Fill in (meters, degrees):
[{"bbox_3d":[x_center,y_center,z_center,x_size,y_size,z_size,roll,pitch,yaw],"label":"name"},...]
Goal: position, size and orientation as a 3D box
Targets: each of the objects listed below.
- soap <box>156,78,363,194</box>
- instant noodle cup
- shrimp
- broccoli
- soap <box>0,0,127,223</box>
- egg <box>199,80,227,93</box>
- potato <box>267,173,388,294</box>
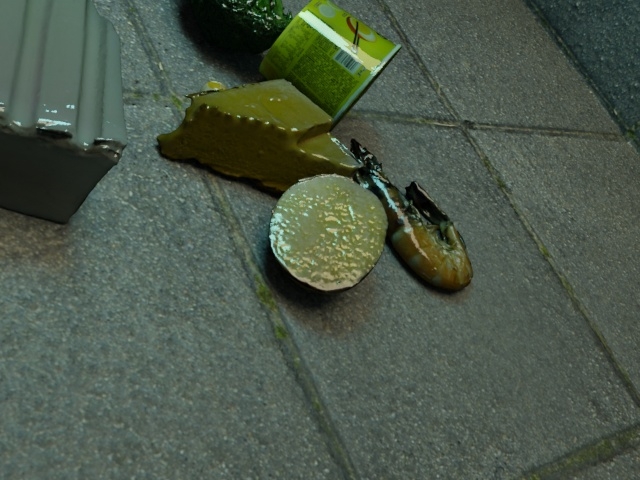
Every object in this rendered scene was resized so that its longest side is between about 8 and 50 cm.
[{"bbox_3d":[-0.115,-0.178,1.703,0.304,0.169,0.339,44,38,19],"label":"soap"},{"bbox_3d":[0.013,-0.411,1.919,0.221,0.311,0.311,42,38,-3],"label":"instant noodle cup"},{"bbox_3d":[0.217,-0.073,1.957,0.445,0.085,0.272,52,34,8],"label":"shrimp"},{"bbox_3d":[-0.175,-0.591,1.957,0.298,0.297,0.297,35,4,-3],"label":"broccoli"},{"bbox_3d":[-0.536,-0.282,1.407,0.351,0.213,0.435,13,47,-28],"label":"soap"},{"bbox_3d":[-0.228,-0.306,1.803,0.083,0.071,0.071,48,39,6],"label":"egg"},{"bbox_3d":[0.000,0.000,1.676,0.239,0.116,0.299,31,50,-5],"label":"potato"}]
